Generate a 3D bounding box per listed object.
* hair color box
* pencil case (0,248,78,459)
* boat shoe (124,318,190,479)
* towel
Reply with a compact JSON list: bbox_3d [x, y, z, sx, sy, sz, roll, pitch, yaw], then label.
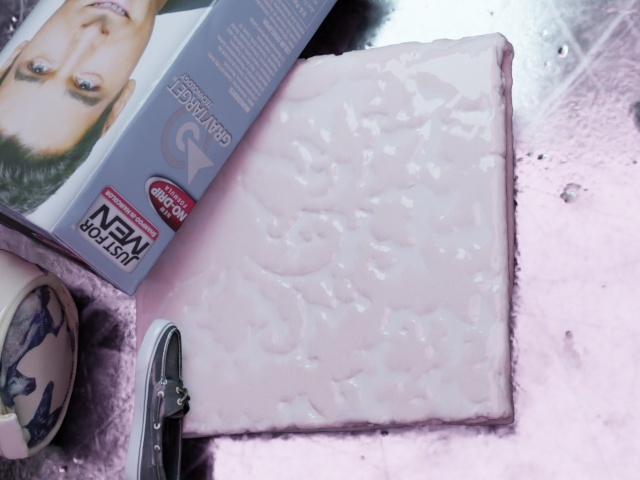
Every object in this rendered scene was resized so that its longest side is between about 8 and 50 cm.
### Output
[{"bbox_3d":[-0.137,-0.161,1.102,0.185,0.113,0.374,25,76,38],"label":"hair color box"},{"bbox_3d":[-0.404,0.069,1.121,0.410,0.160,0.183,12,50,12],"label":"pencil case"},{"bbox_3d":[-0.125,0.135,1.072,0.040,0.049,0.142,7,90,21],"label":"boat shoe"},{"bbox_3d":[0.000,0.000,1.095,0.332,0.053,0.316,-5,78,22],"label":"towel"}]
